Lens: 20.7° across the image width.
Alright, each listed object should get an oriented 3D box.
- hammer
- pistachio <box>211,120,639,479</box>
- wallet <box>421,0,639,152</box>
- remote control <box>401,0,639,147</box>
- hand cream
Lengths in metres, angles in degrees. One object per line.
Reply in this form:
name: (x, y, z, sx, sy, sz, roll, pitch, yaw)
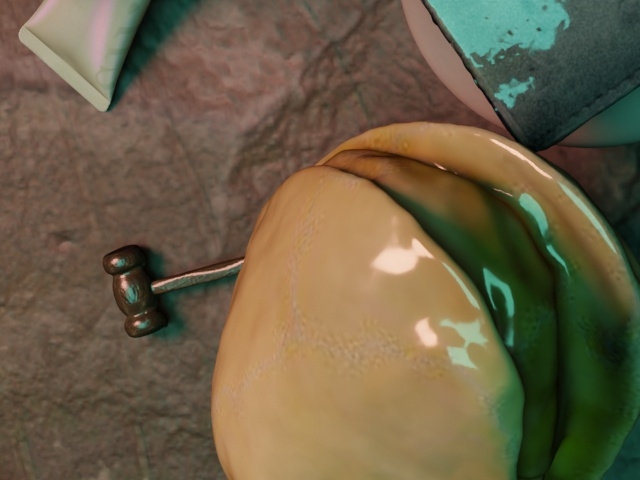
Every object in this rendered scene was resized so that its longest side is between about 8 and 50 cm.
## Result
hammer: (0.000, 0.000, 1.103, 0.292, 0.029, 0.058, -15, 99, 17)
pistachio: (0.054, 0.061, 0.965, 0.238, 0.229, 0.321, 51, 152, 5)
wallet: (0.130, -0.228, 0.891, 0.251, 0.054, 0.290, -35, 93, 16)
remote control: (0.136, -0.215, 0.972, 0.221, 0.103, 0.332, -14, 98, 13)
hand cream: (-0.124, -0.168, 1.072, 0.078, 0.050, 0.205, 40, 132, 4)
